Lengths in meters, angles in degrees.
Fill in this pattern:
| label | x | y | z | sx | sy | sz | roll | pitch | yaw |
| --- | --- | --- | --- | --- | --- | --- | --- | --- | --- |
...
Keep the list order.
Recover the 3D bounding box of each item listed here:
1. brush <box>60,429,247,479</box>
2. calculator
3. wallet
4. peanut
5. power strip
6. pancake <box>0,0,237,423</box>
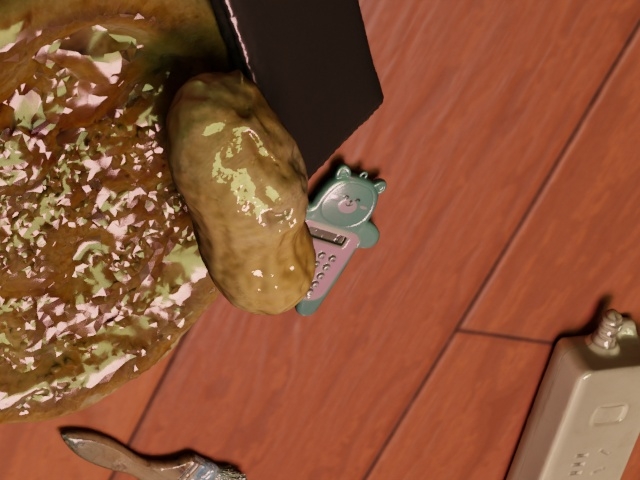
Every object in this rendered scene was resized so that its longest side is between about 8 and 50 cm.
| label | x | y | z | sx | sy | sz | roll | pitch | yaw |
| --- | --- | --- | --- | --- | --- | --- | --- | --- | --- |
| brush | -0.142 | 0.194 | 1.503 | 0.196 | 0.021 | 0.070 | 30 | 108 | -40 |
| calculator | 0.000 | 0.000 | 1.417 | 0.094 | 0.019 | 0.141 | 16 | 118 | -33 |
| wallet | -0.016 | -0.154 | 1.243 | 0.124 | 0.025 | 0.244 | -46 | 139 | -28 |
| peanut | -0.053 | -0.025 | 1.237 | 0.099 | 0.099 | 0.214 | -19 | 139 | -12 |
| power strip | 0.234 | 0.201 | 1.676 | 0.098 | 0.058 | 0.338 | -4 | 128 | -24 |
| pancake | -0.194 | -0.017 | 1.251 | 0.382 | 0.071 | 0.382 | -19 | 133 | -21 |
